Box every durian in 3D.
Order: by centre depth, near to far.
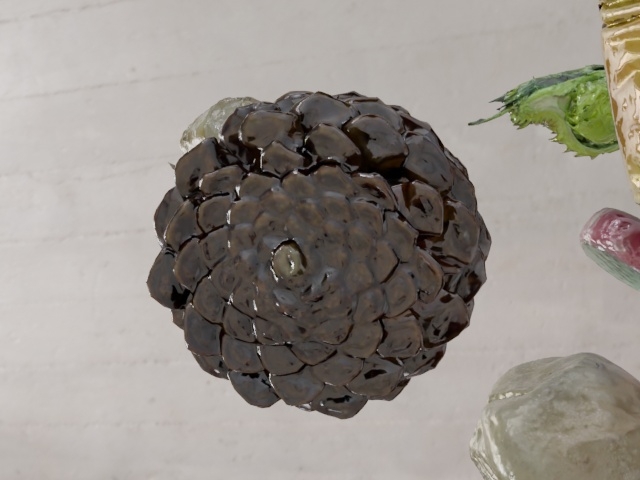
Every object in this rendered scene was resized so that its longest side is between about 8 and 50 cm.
[{"bbox_3d":[0.396,-0.187,1.697,0.132,0.375,0.107,112,143,-60],"label":"durian"}]

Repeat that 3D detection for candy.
[{"bbox_3d":[0.283,0.012,1.078,0.103,0.103,0.043,35,86,3],"label":"candy"}]

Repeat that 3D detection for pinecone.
[{"bbox_3d":[0.008,0.000,0.605,0.162,0.165,0.163,4,105,15],"label":"pinecone"}]

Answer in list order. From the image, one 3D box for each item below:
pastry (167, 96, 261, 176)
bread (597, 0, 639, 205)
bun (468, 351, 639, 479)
[{"bbox_3d":[-0.083,-0.086,1.664,0.257,0.121,0.236,8,142,36],"label":"pastry"},{"bbox_3d":[0.295,-0.110,0.765,0.204,0.156,0.288,-4,92,-16],"label":"bread"},{"bbox_3d":[0.298,0.243,1.338,0.205,0.281,0.281,-41,96,-5],"label":"bun"}]
